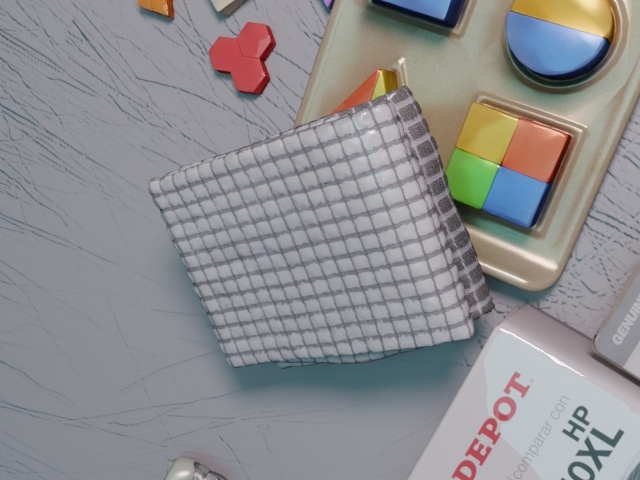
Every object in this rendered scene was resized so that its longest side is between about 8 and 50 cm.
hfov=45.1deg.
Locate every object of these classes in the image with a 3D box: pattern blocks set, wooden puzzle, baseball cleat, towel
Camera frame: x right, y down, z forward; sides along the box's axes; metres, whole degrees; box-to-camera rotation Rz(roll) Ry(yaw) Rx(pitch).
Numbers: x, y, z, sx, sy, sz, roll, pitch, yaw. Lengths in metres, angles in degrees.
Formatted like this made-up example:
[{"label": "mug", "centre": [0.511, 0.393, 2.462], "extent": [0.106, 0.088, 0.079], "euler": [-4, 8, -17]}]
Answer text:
[{"label": "pattern blocks set", "centre": [-0.103, -0.359, 0.871], "extent": [0.325, 0.026, 0.285], "euler": [47, 107, 15]}, {"label": "wooden puzzle", "centre": [0.137, -0.164, 0.750], "extent": [0.322, 0.080, 0.347], "euler": [24, 100, 20]}, {"label": "baseball cleat", "centre": [-0.166, 0.357, 0.893], "extent": [0.110, 0.072, 0.205], "euler": [24, 104, 13]}, {"label": "towel", "centre": [0.000, 0.000, 0.756], "extent": [0.284, 0.121, 0.235], "euler": [-14, 106, 34]}]

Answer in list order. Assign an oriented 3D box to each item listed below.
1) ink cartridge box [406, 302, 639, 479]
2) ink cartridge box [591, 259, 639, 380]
[{"label": "ink cartridge box", "centre": [0.266, 0.277, 0.663], "extent": [0.395, 0.166, 0.285], "euler": [31, 102, 19]}, {"label": "ink cartridge box", "centre": [0.412, 0.022, 0.594], "extent": [0.272, 0.130, 0.309], "euler": [33, 108, 22]}]
